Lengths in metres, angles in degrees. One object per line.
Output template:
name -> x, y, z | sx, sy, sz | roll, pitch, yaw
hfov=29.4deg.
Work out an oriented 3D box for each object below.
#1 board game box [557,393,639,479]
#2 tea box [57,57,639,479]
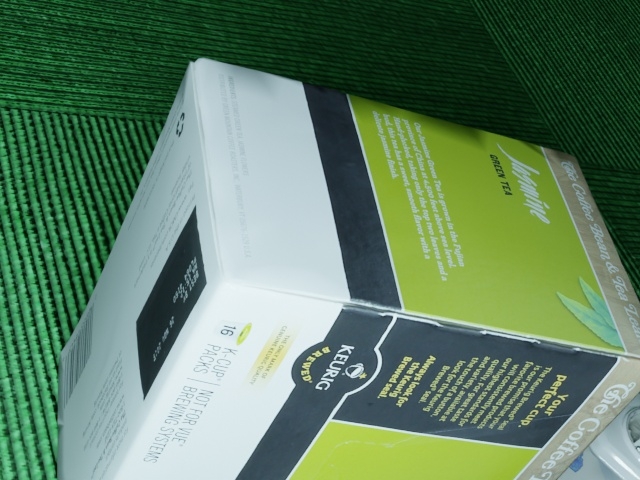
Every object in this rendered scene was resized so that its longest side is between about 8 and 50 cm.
board game box -> 0.339, 0.201, 1.222 | 0.390, 0.050, 0.390 | 13, 41, -21
tea box -> 0.007, 0.087, 0.904 | 0.323, 0.329, 0.220 | 13, 41, -23
